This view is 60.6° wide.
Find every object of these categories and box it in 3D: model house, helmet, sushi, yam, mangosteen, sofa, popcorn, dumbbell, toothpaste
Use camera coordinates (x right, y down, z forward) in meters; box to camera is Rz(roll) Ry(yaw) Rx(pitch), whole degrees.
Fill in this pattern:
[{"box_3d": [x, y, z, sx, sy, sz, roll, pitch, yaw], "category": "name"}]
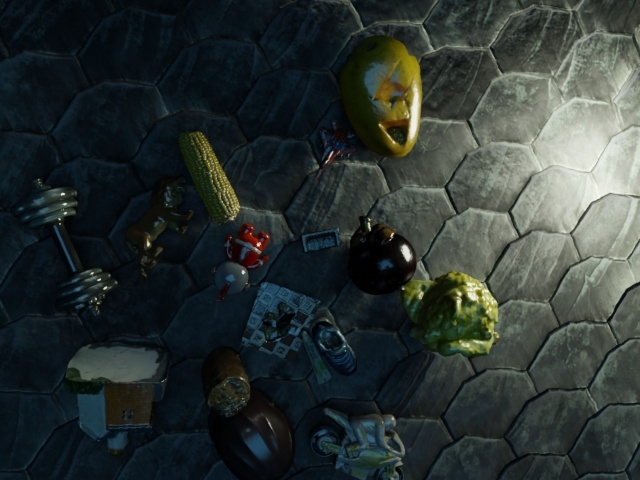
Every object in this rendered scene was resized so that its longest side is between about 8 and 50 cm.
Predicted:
[{"box_3d": [-0.578, 0.468, 1.572, 0.271, 0.190, 0.301, 4, 107, -13], "category": "model house"}, {"box_3d": [-0.201, 0.590, 1.614, 0.225, 0.177, 0.305, -43, 99, -3], "category": "helmet"}, {"box_3d": [-0.127, 0.245, 1.680, 0.193, 0.040, 0.210, 21, 93, -11], "category": "sushi"}, {"box_3d": [-0.274, 0.403, 1.571, 0.128, 0.238, 0.129, -5, 99, -15], "category": "yam"}, {"box_3d": [0.171, 0.039, 1.649, 0.211, 0.211, 0.250, -26, 84, -7], "category": "mangosteen"}, {"box_3d": [0.000, 0.000, 1.694, 0.118, 0.039, 0.060, -10, 94, -8], "category": "sofa"}, {"box_3d": [0.400, 0.235, 1.662, 0.293, 0.293, 0.237, -31, 114, -7], "category": "popcorn"}, {"box_3d": [-0.704, 0.023, 1.515, 0.179, 0.179, 0.406, -22, 95, -8], "category": "dumbbell"}, {"box_3d": [-0.017, 0.360, 1.690, 0.048, 0.029, 0.197, -26, 112, -10], "category": "toothpaste"}]

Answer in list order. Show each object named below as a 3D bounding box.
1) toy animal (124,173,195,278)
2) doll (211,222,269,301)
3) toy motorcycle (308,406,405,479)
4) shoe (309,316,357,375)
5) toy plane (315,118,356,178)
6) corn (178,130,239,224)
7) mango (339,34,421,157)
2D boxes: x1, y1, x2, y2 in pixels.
[{"box_3d": [-0.479, -0.056, 1.601, 0.157, 0.097, 0.312, 41, 88, 4], "category": "toy animal"}, {"box_3d": [-0.245, 0.073, 1.642, 0.142, 0.076, 0.245, 27, 84, -8], "category": "doll"}, {"box_3d": [0.140, 0.628, 1.701, 0.341, 0.108, 0.223, 29, 87, -10], "category": "toy motorcycle"}, {"box_3d": [0.043, 0.333, 1.679, 0.091, 0.106, 0.207, -35, 102, -5], "category": "shoe"}, {"box_3d": [0.031, -0.272, 1.681, 0.130, 0.061, 0.189, 30, 91, -9], "category": "toy plane"}, {"box_3d": [-0.328, -0.188, 1.612, 0.106, 0.106, 0.293, -24, 92, -7], "category": "corn"}, {"box_3d": [0.191, -0.427, 1.652, 0.253, 0.182, 0.365, -19, 105, -10], "category": "mango"}]
